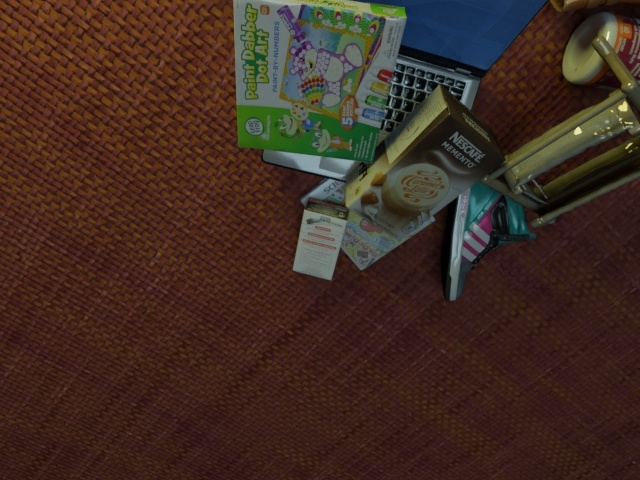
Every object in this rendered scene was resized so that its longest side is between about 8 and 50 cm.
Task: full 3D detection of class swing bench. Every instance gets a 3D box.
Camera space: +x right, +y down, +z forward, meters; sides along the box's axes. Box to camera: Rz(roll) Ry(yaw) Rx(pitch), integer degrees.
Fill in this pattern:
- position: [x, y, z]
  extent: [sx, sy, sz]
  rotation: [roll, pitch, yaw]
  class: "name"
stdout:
- position: [0.455, -0.158, 0.756]
  extent: [0.254, 0.165, 0.253]
  rotation: [32, 135, -24]
  class: "swing bench"

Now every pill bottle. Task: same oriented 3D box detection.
- position: [0.573, -0.326, 0.763]
  extent: [0.220, 0.121, 0.121]
  rotation: [8, 116, -6]
  class: "pill bottle"

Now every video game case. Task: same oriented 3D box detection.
- position: [0.105, -0.069, 0.928]
  extent: [0.206, 0.026, 0.227]
  rotation: [-36, 112, 15]
  class: "video game case"

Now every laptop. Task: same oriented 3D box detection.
- position: [0.120, -0.272, 0.705]
  extent: [0.381, 0.236, 0.409]
  rotation: [13, 106, -7]
  class: "laptop"

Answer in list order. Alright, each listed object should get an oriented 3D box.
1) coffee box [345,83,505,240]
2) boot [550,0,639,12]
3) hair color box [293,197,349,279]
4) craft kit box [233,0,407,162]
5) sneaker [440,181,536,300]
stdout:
- position: [0.175, -0.128, 0.762]
  extent: [0.141, 0.098, 0.246]
  rotation: [29, 130, -23]
  class: "coffee box"
- position: [0.493, -0.403, 0.665]
  extent: [0.219, 0.109, 0.284]
  rotation: [-16, 78, -1]
  class: "boot"
- position: [0.000, 0.000, 0.921]
  extent: [0.092, 0.053, 0.167]
  rotation: [15, 128, 1]
  class: "hair color box"
- position: [-0.012, -0.255, 0.685]
  extent: [0.246, 0.061, 0.250]
  rotation: [8, 135, 0]
  class: "craft kit box"
- position: [0.365, 0.003, 0.925]
  extent: [0.178, 0.124, 0.296]
  rotation: [4, 115, 7]
  class: "sneaker"
